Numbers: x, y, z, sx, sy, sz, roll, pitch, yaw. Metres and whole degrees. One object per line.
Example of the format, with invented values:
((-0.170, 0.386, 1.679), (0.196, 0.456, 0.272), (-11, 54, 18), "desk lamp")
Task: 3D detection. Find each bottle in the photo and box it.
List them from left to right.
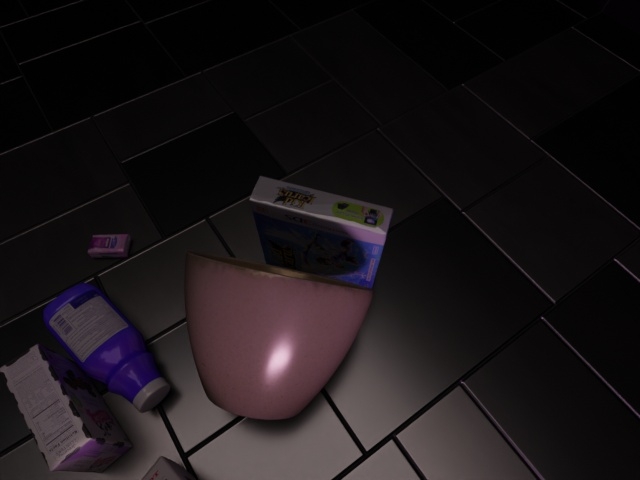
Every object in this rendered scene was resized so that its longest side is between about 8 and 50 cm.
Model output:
((-0.403, 0.205, 0.834), (0.283, 0.092, 0.118), (37, 62, 18), "bottle")

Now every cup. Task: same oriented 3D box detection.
((-0.091, 0.166, 0.765), (0.332, 0.331, 0.236), (11, 87, 5), "cup")

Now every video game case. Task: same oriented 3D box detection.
((0.000, 0.000, 0.858), (0.245, 0.269, 0.061), (15, 63, 8), "video game case")

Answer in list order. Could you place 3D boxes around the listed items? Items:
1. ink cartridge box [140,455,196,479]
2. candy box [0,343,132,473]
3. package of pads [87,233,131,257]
((-0.221, 0.448, 0.635), (0.218, 0.092, 0.158), (6, 49, 50), "ink cartridge box")
((-0.428, 0.291, 0.743), (0.070, 0.164, 0.196), (-38, 68, -19), "candy box")
((-0.473, 0.012, 0.980), (0.084, 0.032, 0.050), (-1, 57, -2), "package of pads")
